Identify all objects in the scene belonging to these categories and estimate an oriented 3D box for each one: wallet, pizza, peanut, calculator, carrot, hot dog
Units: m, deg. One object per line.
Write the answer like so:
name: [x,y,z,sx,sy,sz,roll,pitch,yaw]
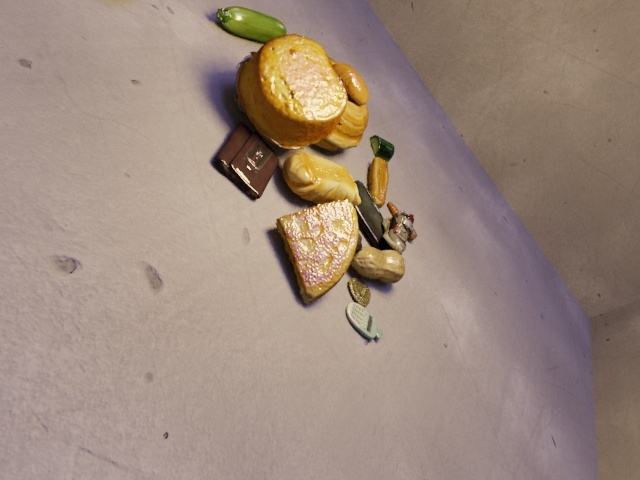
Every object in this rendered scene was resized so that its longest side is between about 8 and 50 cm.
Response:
wallet: [-0.215,-0.242,1.507,0.182,0.049,0.229,45,36,-21]
pizza: [0.022,0.027,1.462,0.258,0.087,0.268,-15,76,-20]
peanut: [0.202,0.079,1.687,0.256,0.123,0.123,16,49,-47]
calculator: [0.136,0.252,1.546,0.153,0.021,0.095,43,35,-17]
wallet: [0.191,-0.076,1.875,0.318,0.045,0.172,58,32,-2]
carrot: [0.334,-0.082,2.072,0.191,0.047,0.047,54,33,8]
hot dog: [0.235,-0.238,2.059,0.083,0.068,0.289,20,47,-10]

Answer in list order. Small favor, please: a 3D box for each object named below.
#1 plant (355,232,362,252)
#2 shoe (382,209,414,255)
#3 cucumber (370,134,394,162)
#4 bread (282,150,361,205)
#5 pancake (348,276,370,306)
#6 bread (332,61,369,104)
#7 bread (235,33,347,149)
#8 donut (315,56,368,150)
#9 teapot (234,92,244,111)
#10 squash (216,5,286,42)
plant: [0.059,0.011,1.580,0.143,0.094,0.092,-8,104,-32]
shoe: [0.301,-0.036,1.822,0.099,0.125,0.227,49,20,-23]
cucumber: [0.288,-0.426,2.293,0.115,0.062,0.116,19,46,-38]
bread: [-0.003,-0.199,1.668,0.311,0.121,0.173,11,50,-47]
pancake: [0.129,0.165,1.616,0.108,0.017,0.108,35,39,-34]
bread: [0.118,-0.588,1.850,0.189,0.077,0.114,49,36,-14]
bread: [-0.082,-0.483,1.588,0.337,0.204,0.358,-30,87,-35]
donut: [0.012,-0.544,1.923,0.449,0.198,0.449,35,37,-31]
teapot: [-0.252,-0.462,1.648,0.083,0.064,0.064,23,42,9]
squash: [-0.248,-0.822,1.916,0.395,0.107,0.107,-16,75,-57]
